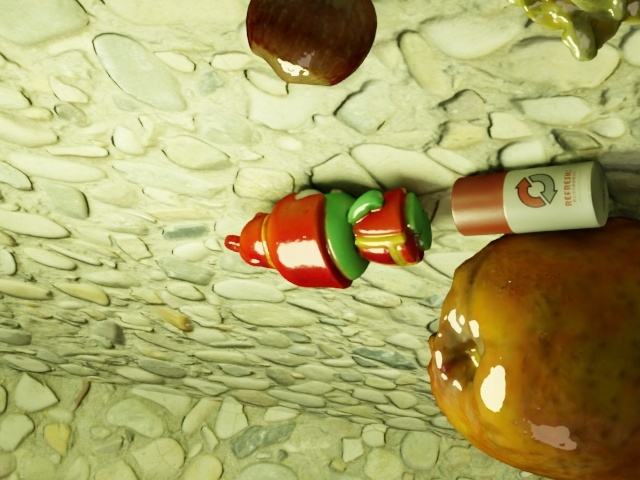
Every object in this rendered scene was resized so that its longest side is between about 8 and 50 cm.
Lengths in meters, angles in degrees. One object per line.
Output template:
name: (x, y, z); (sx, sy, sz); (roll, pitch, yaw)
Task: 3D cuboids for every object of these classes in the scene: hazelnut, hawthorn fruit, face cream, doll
hazelnut: (-0.012, -0.257, 1.152); (0.154, 0.143, 0.143); (28, 153, 2)
hawthorn fruit: (0.389, 0.164, 1.512); (0.472, 0.471, 0.472); (9, 154, 5)
face cream: (0.311, -0.059, 1.445); (0.214, 0.095, 0.096); (-5, 149, 30)
doll: (0.000, -0.001, 1.615); (0.363, 0.160, 0.182); (-2, 152, 26)

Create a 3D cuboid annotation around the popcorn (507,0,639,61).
popcorn: (0.247, -0.297, 0.850); (0.212, 0.259, 0.259); (-21, 153, -7)
